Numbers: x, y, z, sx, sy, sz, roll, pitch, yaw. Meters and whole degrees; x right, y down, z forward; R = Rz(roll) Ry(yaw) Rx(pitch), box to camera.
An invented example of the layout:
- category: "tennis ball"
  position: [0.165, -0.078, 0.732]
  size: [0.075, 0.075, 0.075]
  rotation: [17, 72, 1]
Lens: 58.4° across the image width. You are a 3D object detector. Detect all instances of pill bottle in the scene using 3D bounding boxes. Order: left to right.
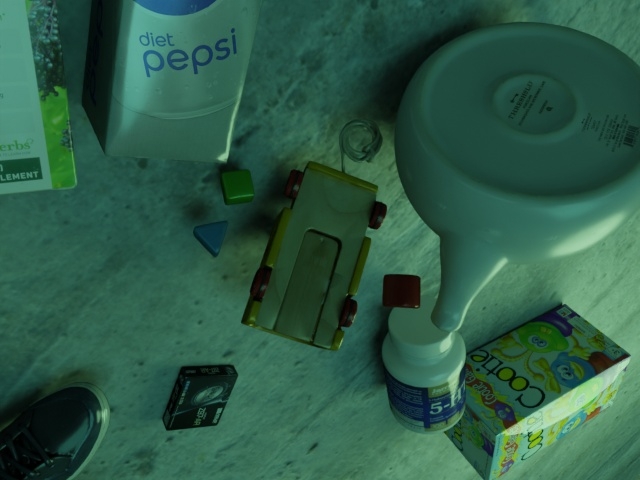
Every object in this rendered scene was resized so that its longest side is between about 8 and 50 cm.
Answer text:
- category: "pill bottle"
  position: [0.142, 0.169, 0.782]
  size: [0.112, 0.112, 0.186]
  rotation: [-26, 133, -15]

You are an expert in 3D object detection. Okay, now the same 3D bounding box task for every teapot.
- category: "teapot"
  position: [0.192, -0.077, 0.572]
  size: [0.256, 0.252, 0.187]
  rotation: [-18, 151, -4]

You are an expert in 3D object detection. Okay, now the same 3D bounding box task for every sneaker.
- category: "sneaker"
  position: [-0.296, 0.222, 0.497]
  size: [0.226, 0.086, 0.163]
  rotation: [-41, 179, -5]

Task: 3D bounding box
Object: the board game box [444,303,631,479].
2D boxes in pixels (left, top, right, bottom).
- category: "board game box"
  position: [0.343, 0.247, 0.948]
  size: [0.276, 0.142, 0.144]
  rotation: [-22, 131, -18]

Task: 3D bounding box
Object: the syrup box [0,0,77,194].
- category: "syrup box"
  position: [-0.209, -0.149, 0.332]
  size: [0.093, 0.096, 0.236]
  rotation: [-10, 128, -27]

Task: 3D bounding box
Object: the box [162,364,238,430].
- category: "box"
  position: [-0.141, 0.185, 0.673]
  size: [0.067, 0.018, 0.083]
  rotation: [8, 117, -36]

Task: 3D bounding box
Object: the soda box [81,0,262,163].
- category: "soda box"
  position: [-0.089, -0.199, 0.372]
  size: [0.091, 0.098, 0.286]
  rotation: [0, 122, -33]

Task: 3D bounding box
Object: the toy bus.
- category: "toy bus"
  position: [-0.009, 0.009, 0.571]
  size: [0.202, 0.104, 0.190]
  rotation: [-25, 88, -16]
